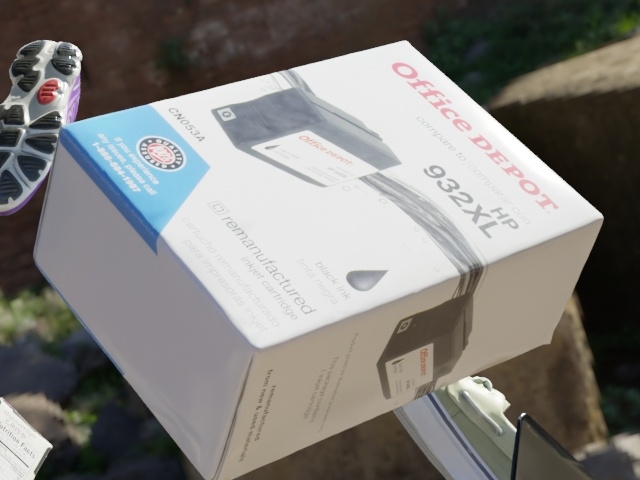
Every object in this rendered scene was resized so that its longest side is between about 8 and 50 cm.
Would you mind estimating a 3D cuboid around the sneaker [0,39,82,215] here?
[{"bbox_3d":[-0.210,-0.077,1.207,0.068,0.071,0.170,5,46,13],"label":"sneaker"}]

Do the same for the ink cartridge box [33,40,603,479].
[{"bbox_3d":[0.000,0.000,1.087,0.307,0.129,0.223,-19,52,-37],"label":"ink cartridge box"}]

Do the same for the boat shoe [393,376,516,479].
[{"bbox_3d":[0.145,0.185,1.605,0.094,0.302,0.109,-36,-10,-7],"label":"boat shoe"}]

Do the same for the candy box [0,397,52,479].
[{"bbox_3d":[-0.342,0.257,1.371,0.159,0.071,0.233,-33,19,30],"label":"candy box"}]

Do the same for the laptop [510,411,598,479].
[{"bbox_3d":[0.157,0.322,1.396,0.264,0.234,0.136,-41,41,8],"label":"laptop"}]
